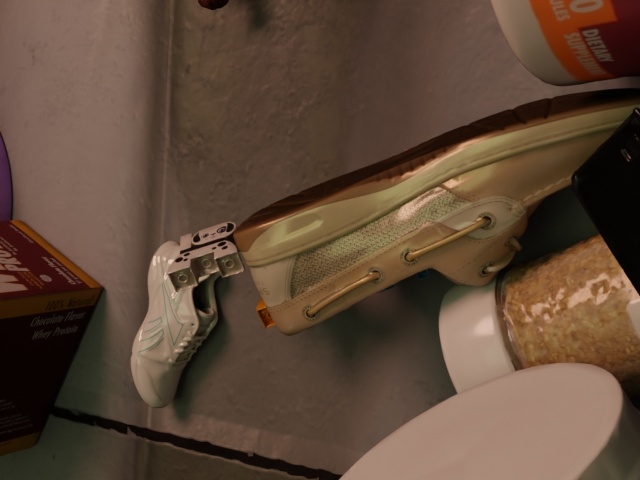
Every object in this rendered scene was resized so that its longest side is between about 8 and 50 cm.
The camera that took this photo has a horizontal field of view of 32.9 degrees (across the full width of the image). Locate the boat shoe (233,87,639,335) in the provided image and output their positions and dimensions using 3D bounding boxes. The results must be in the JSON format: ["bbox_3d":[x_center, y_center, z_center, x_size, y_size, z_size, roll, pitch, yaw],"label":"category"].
[{"bbox_3d":[0.093,-0.020,0.748,0.302,0.109,0.098,-21,99,10],"label":"boat shoe"}]

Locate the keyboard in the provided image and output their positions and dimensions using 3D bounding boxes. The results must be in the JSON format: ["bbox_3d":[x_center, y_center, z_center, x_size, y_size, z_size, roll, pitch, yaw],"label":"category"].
[{"bbox_3d":[0.229,0.010,0.628,0.100,0.038,0.192,-51,59,45],"label":"keyboard"}]

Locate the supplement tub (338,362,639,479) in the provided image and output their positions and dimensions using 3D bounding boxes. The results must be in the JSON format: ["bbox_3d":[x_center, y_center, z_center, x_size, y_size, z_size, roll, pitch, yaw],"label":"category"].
[{"bbox_3d":[0.160,0.266,0.643,0.241,0.241,0.331,-25,101,29],"label":"supplement tub"}]

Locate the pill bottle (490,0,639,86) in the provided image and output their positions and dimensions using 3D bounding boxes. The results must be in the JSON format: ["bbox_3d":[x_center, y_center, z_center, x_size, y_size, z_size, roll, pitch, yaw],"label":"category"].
[{"bbox_3d":[0.298,-0.220,0.597,0.392,0.224,0.224,-5,90,32],"label":"pill bottle"}]

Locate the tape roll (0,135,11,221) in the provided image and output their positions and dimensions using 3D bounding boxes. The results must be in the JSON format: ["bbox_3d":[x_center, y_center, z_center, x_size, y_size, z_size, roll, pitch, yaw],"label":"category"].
[{"bbox_3d":[-0.452,-0.048,1.135,0.274,0.090,0.275,2,93,30],"label":"tape roll"}]

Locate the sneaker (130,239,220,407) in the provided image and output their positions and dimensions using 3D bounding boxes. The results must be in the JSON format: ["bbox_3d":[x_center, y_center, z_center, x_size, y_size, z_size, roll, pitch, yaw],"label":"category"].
[{"bbox_3d":[-0.128,0.080,0.967,0.061,0.053,0.152,15,99,27],"label":"sneaker"}]

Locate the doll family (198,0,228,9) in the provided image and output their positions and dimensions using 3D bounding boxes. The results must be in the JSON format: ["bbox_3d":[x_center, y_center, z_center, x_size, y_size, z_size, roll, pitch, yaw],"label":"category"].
[{"bbox_3d":[-0.042,-0.257,0.892,0.193,0.076,0.111,-9,92,36],"label":"doll family"}]

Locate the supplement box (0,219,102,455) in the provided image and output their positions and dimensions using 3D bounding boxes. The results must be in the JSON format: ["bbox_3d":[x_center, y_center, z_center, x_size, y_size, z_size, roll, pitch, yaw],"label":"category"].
[{"bbox_3d":[-0.343,0.098,1.016,0.129,0.191,0.194,35,110,25],"label":"supplement box"}]

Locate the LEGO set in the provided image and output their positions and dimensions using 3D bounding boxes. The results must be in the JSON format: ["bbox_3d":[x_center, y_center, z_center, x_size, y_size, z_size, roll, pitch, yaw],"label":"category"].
[{"bbox_3d":[0.000,0.000,0.867,0.227,0.093,0.087,-18,120,5],"label":"LEGO set"}]

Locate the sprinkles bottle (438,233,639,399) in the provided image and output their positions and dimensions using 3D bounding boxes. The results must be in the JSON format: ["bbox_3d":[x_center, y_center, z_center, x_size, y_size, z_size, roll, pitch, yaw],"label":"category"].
[{"bbox_3d":[0.254,0.025,0.695,0.355,0.121,0.121,-25,80,29],"label":"sprinkles bottle"}]
